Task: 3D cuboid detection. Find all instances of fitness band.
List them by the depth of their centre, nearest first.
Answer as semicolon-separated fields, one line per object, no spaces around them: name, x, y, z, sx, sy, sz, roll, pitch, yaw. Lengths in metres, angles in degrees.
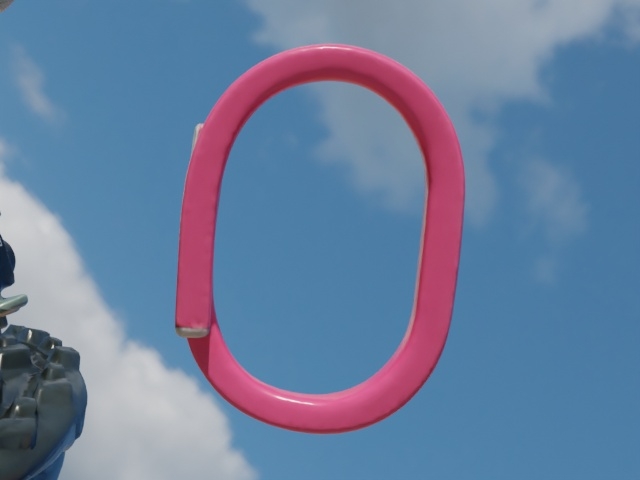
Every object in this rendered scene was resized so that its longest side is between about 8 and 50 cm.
fitness band;0.000;0.000;1.287;0.209;0.054;0.291;5;-83;-1

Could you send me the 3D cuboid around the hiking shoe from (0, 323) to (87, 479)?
hiking shoe;-0.153;0.085;0.573;0.113;0.132;0.304;10;-1;-20

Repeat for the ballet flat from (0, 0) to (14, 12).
ballet flat;-0.171;-0.298;1.027;0.139;0.139;0.400;39;-50;12

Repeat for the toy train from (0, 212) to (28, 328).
toy train;-0.421;0.055;1.706;0.190;0.334;0.142;-15;-83;14
